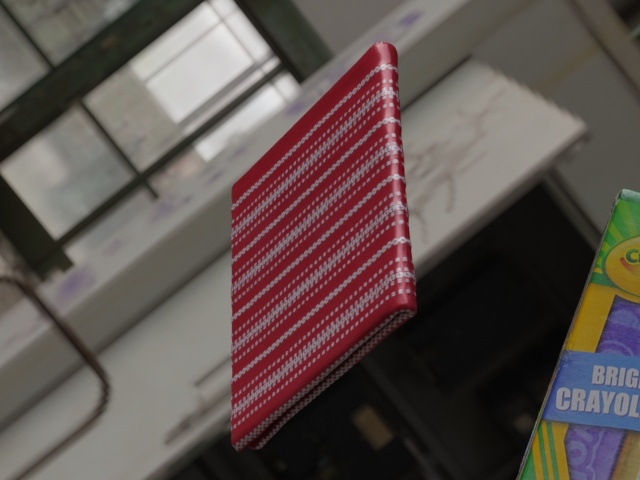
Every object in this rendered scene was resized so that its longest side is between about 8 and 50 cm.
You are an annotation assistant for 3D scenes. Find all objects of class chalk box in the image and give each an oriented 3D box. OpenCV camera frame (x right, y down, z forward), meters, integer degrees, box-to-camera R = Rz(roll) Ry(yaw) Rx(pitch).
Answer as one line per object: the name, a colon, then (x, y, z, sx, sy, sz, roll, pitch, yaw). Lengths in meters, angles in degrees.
chalk box: (0.169, 0.069, 0.700, 0.132, 0.213, 0.132, 17, -15, 22)

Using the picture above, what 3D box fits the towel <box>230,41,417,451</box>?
towel: (0.000, 0.000, 1.267, 0.031, 0.199, 0.275, 27, 39, -27)
